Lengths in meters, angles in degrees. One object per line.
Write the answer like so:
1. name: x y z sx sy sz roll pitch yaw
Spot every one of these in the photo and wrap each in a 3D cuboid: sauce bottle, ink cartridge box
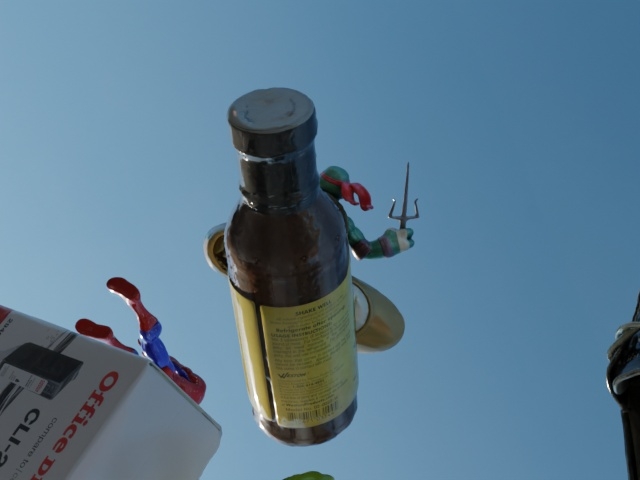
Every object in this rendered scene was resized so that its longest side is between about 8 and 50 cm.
1. sauce bottle: -0.025 0.032 0.884 0.111 0.111 0.345 23 -44 29
2. ink cartridge box: -0.246 0.179 0.855 0.272 0.114 0.197 11 -121 42

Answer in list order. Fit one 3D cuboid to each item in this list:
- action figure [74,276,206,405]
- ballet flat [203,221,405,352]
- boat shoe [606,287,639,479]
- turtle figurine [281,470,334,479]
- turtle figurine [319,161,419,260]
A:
1. action figure: -0.226 0.141 1.216 0.139 0.280 0.091 20 -118 31
2. ballet flat: -0.020 0.054 1.045 0.232 0.073 0.080 25 -91 2
3. boat shoe: 0.201 0.071 0.564 0.078 0.070 0.219 126 -23 -47
4. turtle figurine: -0.022 0.298 0.796 0.269 0.087 0.218 -125 -136 -67
5. turtle figurine: 0.000 0.000 1.133 0.175 0.118 0.234 27 -79 30
